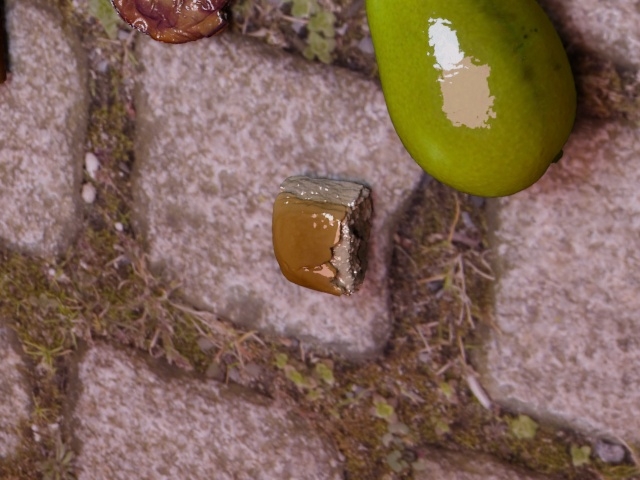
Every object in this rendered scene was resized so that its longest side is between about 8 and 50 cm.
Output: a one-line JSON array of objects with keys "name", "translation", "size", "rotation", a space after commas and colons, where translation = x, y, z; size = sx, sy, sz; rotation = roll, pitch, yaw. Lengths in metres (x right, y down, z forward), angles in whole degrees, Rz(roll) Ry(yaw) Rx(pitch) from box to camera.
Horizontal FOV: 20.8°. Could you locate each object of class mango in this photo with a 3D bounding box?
[{"name": "mango", "translation": [0.150, -0.173, 1.727], "size": [0.185, 0.149, 0.273], "rotation": [-10, 105, 31]}]

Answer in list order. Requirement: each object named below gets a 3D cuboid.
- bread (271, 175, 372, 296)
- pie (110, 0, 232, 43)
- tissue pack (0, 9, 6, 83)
[{"name": "bread", "translation": [0.000, -0.002, 1.923], "size": [0.106, 0.082, 0.125], "rotation": [6, 120, 15]}, {"name": "pie", "translation": [-0.157, -0.259, 1.898], "size": [0.170, 0.034, 0.092], "rotation": [-5, 109, 27]}, {"name": "tissue pack", "translation": [-0.457, -0.285, 1.995], "size": [0.183, 0.092, 0.226], "rotation": [11, 116, 22]}]
